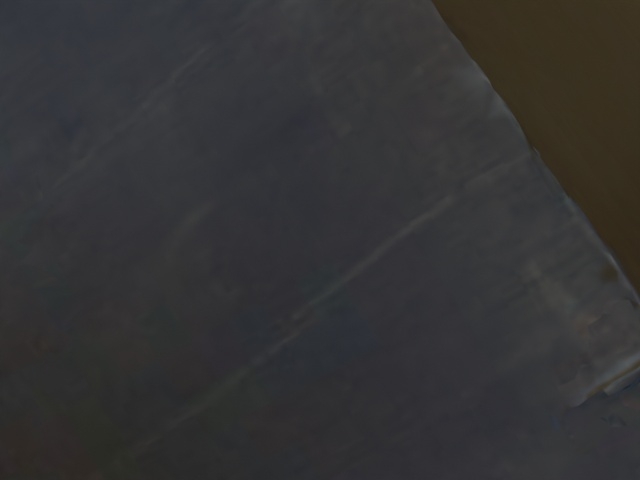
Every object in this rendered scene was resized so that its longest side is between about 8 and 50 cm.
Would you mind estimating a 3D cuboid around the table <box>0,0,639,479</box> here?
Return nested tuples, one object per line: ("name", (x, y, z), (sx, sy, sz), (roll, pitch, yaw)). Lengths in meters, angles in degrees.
("table", (0.000, 0.000, 0.460), (0.193, 0.172, 0.169), (-36, 89, 30))
